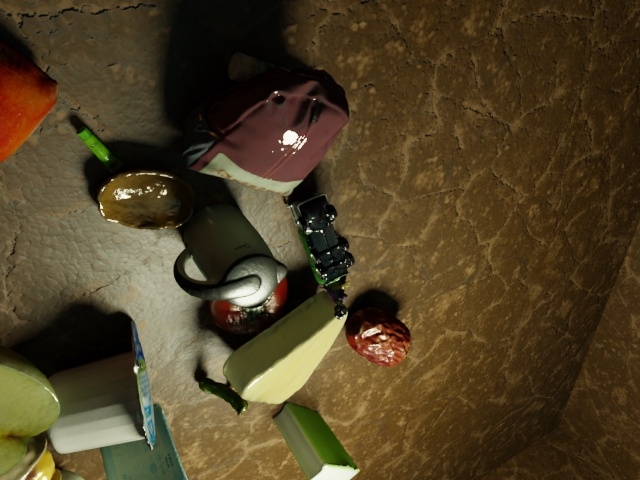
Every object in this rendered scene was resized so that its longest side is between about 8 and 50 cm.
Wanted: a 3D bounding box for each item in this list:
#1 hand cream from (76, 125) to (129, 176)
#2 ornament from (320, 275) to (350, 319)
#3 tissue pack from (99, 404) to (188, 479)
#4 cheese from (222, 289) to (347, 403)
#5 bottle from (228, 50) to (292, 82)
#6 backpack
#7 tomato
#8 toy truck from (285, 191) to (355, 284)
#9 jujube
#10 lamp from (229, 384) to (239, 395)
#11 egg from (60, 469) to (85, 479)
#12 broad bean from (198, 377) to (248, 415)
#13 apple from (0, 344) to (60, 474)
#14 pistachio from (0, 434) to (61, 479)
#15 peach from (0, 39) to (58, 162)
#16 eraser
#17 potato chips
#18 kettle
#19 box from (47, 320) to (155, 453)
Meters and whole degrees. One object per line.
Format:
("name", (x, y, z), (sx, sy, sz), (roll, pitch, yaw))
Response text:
("hand cream", (-0.425, -0.171, 0.985), (0.036, 0.023, 0.122), (-41, 138, -9))
("ornament", (0.050, 0.130, 1.401), (0.088, 0.203, 0.081), (-20, 146, 24))
("tissue pack", (-0.457, 0.577, 1.304), (0.177, 0.263, 0.089), (-21, 132, -21))
("cheese", (-0.070, 0.299, 1.422), (0.384, 0.104, 0.384), (-38, 154, -22))
("bottle", (-0.089, -0.343, 1.080), (0.217, 0.060, 0.060), (5, 116, -39))
("backpack", (-0.096, -0.232, 1.006), (0.283, 0.197, 0.317), (7, 153, -38))
("tomato", (-0.178, 0.167, 1.337), (0.228, 0.101, 0.227), (-16, 126, -23))
("toy truck", (0.000, 0.000, 1.298), (0.101, 0.125, 0.242), (-24, 106, -16))
("jujube", (0.193, 0.315, 1.656), (0.250, 0.174, 0.174), (33, 98, -33))
("lamp", (-0.258, 0.450, 1.521), (0.063, 0.031, 0.083), (-44, 138, 0))
("egg", (-0.691, 0.672, 1.280), (0.271, 0.161, 0.206), (-6, 159, 10))
("broad bean", (-0.259, 0.415, 1.355), (0.053, 0.256, 0.052), (-27, 110, -33))
("apple", (-0.715, 0.332, 0.945), (0.360, 0.320, 0.311), (26, 65, -42))
("pistachio", (-0.748, 0.555, 1.108), (0.309, 0.230, 0.229), (-19, 129, -23))
("peach", (-0.574, -0.187, 0.744), (0.362, 0.201, 0.257), (-16, 126, -26))
("eraser", (-0.015, 0.675, 1.672), (0.092, 0.274, 0.210), (-52, 135, 4))
("potato chips", (-0.365, -0.090, 1.062), (0.202, 0.049, 0.150), (-5, 127, -35))
("kettle", (-0.219, 0.046, 1.126), (0.221, 0.236, 0.161), (-16, 128, -26))
("box", (-0.508, 0.350, 1.162), (0.207, 0.262, 0.291), (-11, 87, -17))
